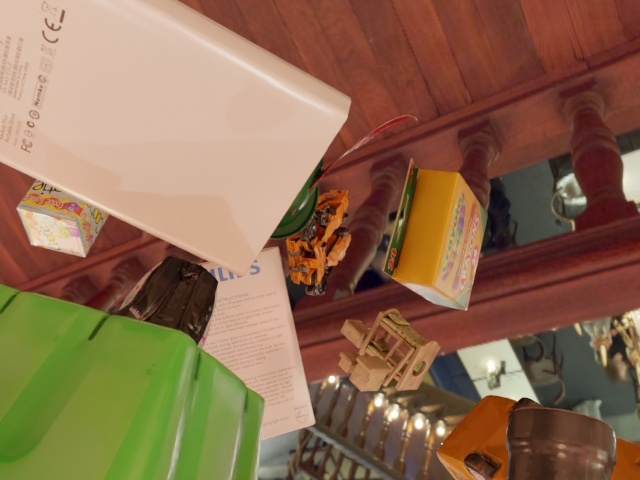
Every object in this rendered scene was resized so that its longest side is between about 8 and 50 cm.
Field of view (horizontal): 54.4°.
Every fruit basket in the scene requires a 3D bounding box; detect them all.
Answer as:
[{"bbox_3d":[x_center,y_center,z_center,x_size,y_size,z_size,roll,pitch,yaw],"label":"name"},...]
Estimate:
[{"bbox_3d":[-0.254,0.215,0.415,0.392,0.392,0.283,2,152,17],"label":"fruit basket"}]

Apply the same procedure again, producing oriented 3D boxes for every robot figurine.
[{"bbox_3d":[0.000,0.000,1.466,0.085,0.291,0.211,5,117,21],"label":"robot figurine"}]

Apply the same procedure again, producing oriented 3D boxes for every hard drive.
[{"bbox_3d":[-0.181,-0.120,0.573,0.353,0.047,0.233,27,130,-12],"label":"hard drive"}]

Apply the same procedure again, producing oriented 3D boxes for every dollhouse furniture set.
[{"bbox_3d":[0.085,0.166,1.090,0.182,0.161,0.101,38,108,42],"label":"dollhouse furniture set"}]

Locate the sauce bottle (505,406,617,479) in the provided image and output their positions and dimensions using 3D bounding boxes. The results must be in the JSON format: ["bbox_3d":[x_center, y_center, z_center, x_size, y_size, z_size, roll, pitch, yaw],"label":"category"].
[{"bbox_3d":[0.127,0.272,0.350,0.111,0.344,0.111,13,154,7],"label":"sauce bottle"}]

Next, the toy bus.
[{"bbox_3d":[0.261,0.263,0.653,0.130,0.108,0.333,54,162,-15],"label":"toy bus"}]

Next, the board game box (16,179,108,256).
[{"bbox_3d":[-0.601,-0.118,1.543,0.142,0.275,0.144,13,141,2],"label":"board game box"}]

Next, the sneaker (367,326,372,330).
[{"bbox_3d":[0.130,0.255,1.680,0.035,0.031,0.083,64,158,-8],"label":"sneaker"}]

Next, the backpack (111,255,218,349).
[{"bbox_3d":[-0.227,0.113,0.896,0.152,0.182,0.115,33,149,-20],"label":"backpack"}]

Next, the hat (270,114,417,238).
[{"bbox_3d":[-0.016,-0.118,0.856,0.173,0.208,0.183,39,147,-24],"label":"hat"}]

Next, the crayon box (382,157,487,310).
[{"bbox_3d":[0.217,0.002,1.123,0.081,0.318,0.202,11,82,28],"label":"crayon box"}]

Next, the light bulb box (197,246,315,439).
[{"bbox_3d":[-0.197,0.223,1.355,0.225,0.358,0.361,-11,87,-19],"label":"light bulb box"}]
